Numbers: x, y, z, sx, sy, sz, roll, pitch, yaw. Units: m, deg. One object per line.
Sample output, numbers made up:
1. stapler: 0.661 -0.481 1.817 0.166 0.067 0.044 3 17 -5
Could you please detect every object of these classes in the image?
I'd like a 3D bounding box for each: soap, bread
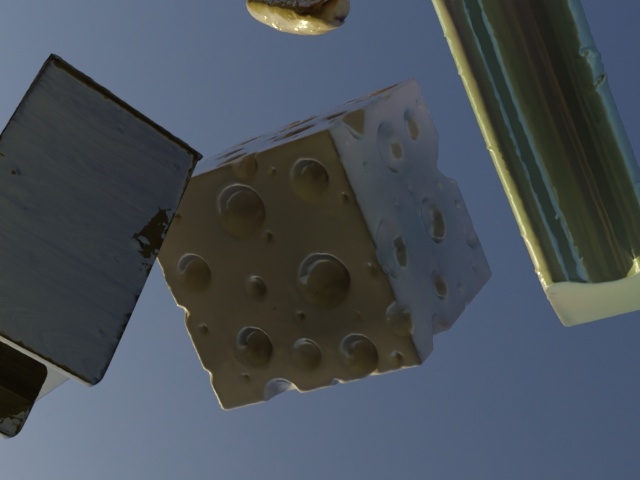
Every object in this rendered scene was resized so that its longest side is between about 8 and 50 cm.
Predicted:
1. soap: 0.174 -0.073 0.821 0.095 0.173 0.289 -20 -78 15
2. bread: -0.023 -0.276 1.331 0.073 0.053 0.214 -42 -152 -11

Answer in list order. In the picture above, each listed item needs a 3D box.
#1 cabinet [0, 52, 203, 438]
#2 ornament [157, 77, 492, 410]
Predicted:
1. cabinet: -0.215 0.011 0.845 0.175 0.148 0.215 -32 -149 50
2. ornament: 0.000 0.000 1.158 0.240 0.240 0.239 -18 -79 30
